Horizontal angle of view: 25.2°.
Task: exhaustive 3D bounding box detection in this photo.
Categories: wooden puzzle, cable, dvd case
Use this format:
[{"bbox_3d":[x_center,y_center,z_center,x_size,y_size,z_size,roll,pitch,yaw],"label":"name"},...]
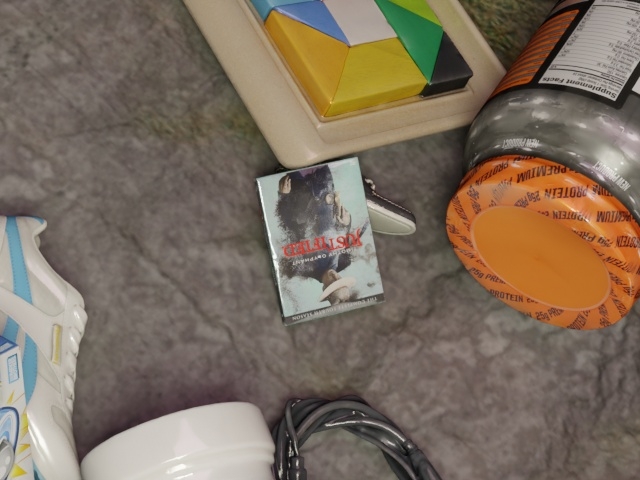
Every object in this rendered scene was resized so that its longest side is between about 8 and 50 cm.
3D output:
[{"bbox_3d":[0.027,-0.178,1.224,0.238,0.044,0.221,-18,66,-29],"label":"wooden puzzle"},{"bbox_3d":[0.021,0.200,1.066,0.150,0.047,0.184,-31,78,-21],"label":"cable"},{"bbox_3d":[0.000,0.000,1.134,0.087,0.013,0.119,-12,98,-15],"label":"dvd case"}]

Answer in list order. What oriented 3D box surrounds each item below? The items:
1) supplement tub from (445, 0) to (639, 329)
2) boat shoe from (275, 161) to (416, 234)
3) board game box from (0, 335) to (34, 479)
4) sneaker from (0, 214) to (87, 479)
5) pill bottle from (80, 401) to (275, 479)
[{"bbox_3d":[0.253,-0.102,1.185,0.207,0.207,0.338,36,61,2],"label":"supplement tub"},{"bbox_3d":[0.023,-0.040,1.179,0.125,0.046,0.038,19,66,2],"label":"boat shoe"},{"bbox_3d":[-0.242,0.173,0.899,0.035,0.201,0.136,20,34,34],"label":"board game box"},{"bbox_3d":[-0.207,0.082,1.026,0.092,0.087,0.229,-16,72,-25],"label":"sneaker"},{"bbox_3d":[-0.058,0.259,0.940,0.162,0.162,0.278,-11,69,-22],"label":"pill bottle"}]
